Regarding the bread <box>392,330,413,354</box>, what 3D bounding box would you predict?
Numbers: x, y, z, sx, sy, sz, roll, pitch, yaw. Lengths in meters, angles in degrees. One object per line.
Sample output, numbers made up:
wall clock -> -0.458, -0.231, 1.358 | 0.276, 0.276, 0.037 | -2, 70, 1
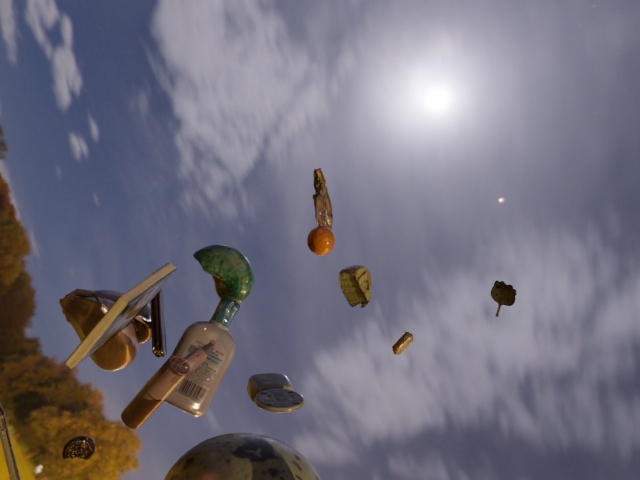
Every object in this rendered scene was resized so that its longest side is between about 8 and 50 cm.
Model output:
bread -> 0.267, 0.336, 2.278 | 0.033, 0.088, 0.049 | 38, -9, 42

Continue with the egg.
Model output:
egg -> -0.145, 0.526, 1.365 | 0.379, 0.287, 0.287 | 34, 1, -45

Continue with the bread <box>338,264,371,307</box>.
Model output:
bread -> 0.136, 0.155, 2.542 | 0.103, 0.110, 0.156 | -3, -60, 31

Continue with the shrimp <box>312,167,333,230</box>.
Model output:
shrimp -> 0.001, -0.104, 2.091 | 0.126, 0.047, 0.223 | -32, 114, -73

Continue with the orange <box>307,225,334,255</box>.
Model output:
orange -> 0.000, 0.000, 1.929 | 0.083, 0.070, 0.083 | 173, -90, -66

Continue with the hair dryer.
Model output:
hair dryer -> -0.315, 0.290, 1.511 | 0.053, 0.220, 0.195 | 44, -67, 2

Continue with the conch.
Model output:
conch -> -0.282, 0.102, 2.170 | 0.196, 0.134, 0.202 | 49, -14, 33

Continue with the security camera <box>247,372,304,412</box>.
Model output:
security camera -> -0.149, 0.511, 2.267 | 0.301, 0.157, 0.080 | -151, -116, -72

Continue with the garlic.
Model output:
garlic -> -0.558, 0.222, 1.954 | 0.340, 0.231, 0.246 | -12, -77, 56

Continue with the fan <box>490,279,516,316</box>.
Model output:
fan -> 0.377, 0.124, 1.449 | 0.056, 0.004, 0.083 | 26, -59, 34

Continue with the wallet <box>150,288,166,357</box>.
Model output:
wallet -> -0.448, 0.216, 1.920 | 0.110, 0.031, 0.198 | 109, -25, -72

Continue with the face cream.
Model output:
face cream -> -0.331, 0.319, 1.991 | 0.163, 0.337, 0.080 | 30, -19, -14

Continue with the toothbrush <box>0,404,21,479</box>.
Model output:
toothbrush -> -0.718, 0.424, 1.577 | 0.028, 0.026, 0.294 | 96, -30, -68

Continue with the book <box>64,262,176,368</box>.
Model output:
book -> -0.422, 0.155, 1.501 | 0.027, 0.202, 0.264 | 41, 16, -1

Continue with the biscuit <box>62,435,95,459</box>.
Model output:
biscuit -> -0.682, 0.591, 1.969 | 0.027, 0.089, 0.087 | 24, -29, 52
